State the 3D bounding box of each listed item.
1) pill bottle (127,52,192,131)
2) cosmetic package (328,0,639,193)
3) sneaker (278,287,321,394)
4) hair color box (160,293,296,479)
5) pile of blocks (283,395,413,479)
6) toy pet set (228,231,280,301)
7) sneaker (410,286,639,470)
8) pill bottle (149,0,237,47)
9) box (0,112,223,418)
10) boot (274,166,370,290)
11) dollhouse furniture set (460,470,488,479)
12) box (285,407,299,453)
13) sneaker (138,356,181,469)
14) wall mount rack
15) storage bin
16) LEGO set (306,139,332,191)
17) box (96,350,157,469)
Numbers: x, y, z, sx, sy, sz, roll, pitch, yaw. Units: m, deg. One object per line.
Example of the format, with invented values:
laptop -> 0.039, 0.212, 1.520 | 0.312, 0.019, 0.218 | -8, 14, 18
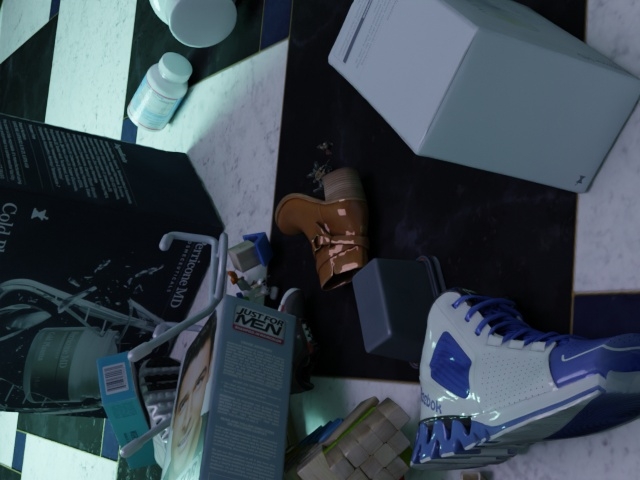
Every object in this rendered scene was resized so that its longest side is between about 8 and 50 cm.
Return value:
pill bottle -> -0.321, -0.300, 1.968 | 0.160, 0.087, 0.087 | -49, 43, 39
cosmetic package -> 0.166, -0.175, 1.016 | 0.138, 0.224, 0.224 | -64, 35, 24
sneaker -> -0.024, 0.146, 1.412 | 0.065, 0.061, 0.157 | -5, 76, 30
hair color box -> -0.128, 0.279, 1.271 | 0.185, 0.114, 0.374 | -53, 24, 44
pile of blocks -> 0.038, 0.295, 1.234 | 0.112, 0.149, 0.362 | 49, 149, -2
toy pet set -> -0.102, 0.048, 1.566 | 0.122, 0.065, 0.114 | 24, 137, 61
sneaker -> 0.187, 0.119, 0.994 | 0.315, 0.127, 0.182 | -36, 55, 51
pill bottle -> -0.248, -0.502, 1.829 | 0.169, 0.169, 0.301 | -55, 39, 35
box -> -0.508, 0.054, 1.802 | 0.479, 0.472, 0.297 | -64, 36, 24
boot -> 0.000, 0.000, 1.385 | 0.197, 0.073, 0.152 | -34, 57, 53
dollhouse furniture set -> 0.134, 0.310, 1.067 | 0.091, 0.081, 0.114 | -19, 66, 55
box -> -0.101, 0.270, 1.516 | 0.164, 0.021, 0.201 | -52, 42, 38
sneaker -> -0.256, 0.320, 1.683 | 0.292, 0.110, 0.118 | 62, 141, 46
wall mount rack -> -0.223, 0.160, 1.526 | 0.304, 0.131, 0.350 | -91, 10, -54
storage bin -> 0.092, 0.086, 1.190 | 0.098, 0.091, 0.135 | -43, 46, 45
LEGO set -> 0.006, -0.107, 1.455 | 0.054, 0.023, 0.083 | 11, 78, 56
box -> -0.341, 0.307, 1.743 | 0.244, 0.060, 0.100 | 86, 168, -51
